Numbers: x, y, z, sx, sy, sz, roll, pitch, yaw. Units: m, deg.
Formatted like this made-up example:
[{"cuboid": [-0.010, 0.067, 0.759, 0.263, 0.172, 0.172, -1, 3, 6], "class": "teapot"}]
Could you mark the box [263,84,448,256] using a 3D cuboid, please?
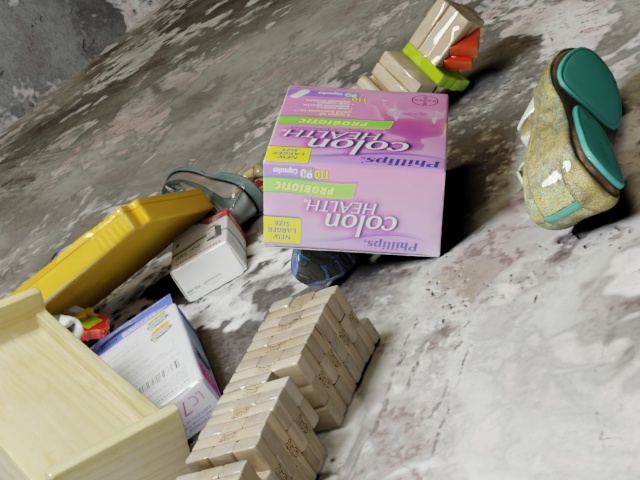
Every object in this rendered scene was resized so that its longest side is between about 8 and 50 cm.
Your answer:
[{"cuboid": [0.049, -0.092, 1.528, 0.213, 0.117, 0.243, 4, 30, 5], "class": "box"}]

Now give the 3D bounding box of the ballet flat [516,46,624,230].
[{"cuboid": [0.278, -0.120, 1.409, 0.123, 0.123, 0.348, -24, 23, 23], "class": "ballet flat"}]

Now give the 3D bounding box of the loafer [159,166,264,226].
[{"cuboid": [-0.194, -0.060, 1.966, 0.084, 0.096, 0.267, -50, 28, -23], "class": "loafer"}]

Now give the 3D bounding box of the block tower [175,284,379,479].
[{"cuboid": [-0.043, 0.177, 1.235, 0.091, 0.097, 0.335, -19, 24, 31], "class": "block tower"}]

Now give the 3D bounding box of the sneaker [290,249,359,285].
[{"cuboid": [0.000, 0.000, 1.600, 0.087, 0.083, 0.221, -39, 13, 28], "class": "sneaker"}]

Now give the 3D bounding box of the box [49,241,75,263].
[{"cuboid": [-0.426, 0.057, 2.111, 0.114, 0.036, 0.207, -28, 22, 13], "class": "box"}]

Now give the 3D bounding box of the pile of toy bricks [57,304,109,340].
[{"cuboid": [-0.368, 0.183, 1.700, 0.105, 0.118, 0.212, 18, 31, 29], "class": "pile of toy bricks"}]

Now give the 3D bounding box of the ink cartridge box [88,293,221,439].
[{"cuboid": [-0.227, 0.183, 1.522, 0.186, 0.065, 0.311, -36, 24, -1], "class": "ink cartridge box"}]

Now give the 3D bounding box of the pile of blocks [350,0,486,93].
[{"cuboid": [0.126, -0.202, 1.835, 0.362, 0.149, 0.112, -42, 64, 1], "class": "pile of blocks"}]

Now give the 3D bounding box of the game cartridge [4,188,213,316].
[{"cuboid": [-0.330, 0.039, 1.783, 0.323, 0.053, 0.285, -39, -5, 14], "class": "game cartridge"}]

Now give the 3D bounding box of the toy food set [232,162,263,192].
[{"cuboid": [-0.109, -0.096, 2.022, 0.078, 0.019, 0.122, -42, 31, -21], "class": "toy food set"}]

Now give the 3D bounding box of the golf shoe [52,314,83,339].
[{"cuboid": [-0.385, 0.208, 1.546, 0.120, 0.105, 0.273, -24, 41, 47], "class": "golf shoe"}]

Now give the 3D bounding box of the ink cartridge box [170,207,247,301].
[{"cuboid": [-0.163, 0.019, 1.792, 0.099, 0.056, 0.135, -30, 21, 7], "class": "ink cartridge box"}]

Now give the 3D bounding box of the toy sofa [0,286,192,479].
[{"cuboid": [-0.283, 0.209, 1.332, 0.150, 0.177, 0.362, -26, 33, -28], "class": "toy sofa"}]
